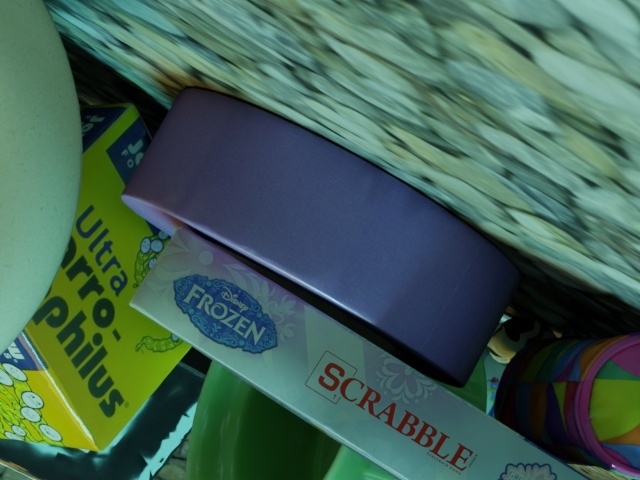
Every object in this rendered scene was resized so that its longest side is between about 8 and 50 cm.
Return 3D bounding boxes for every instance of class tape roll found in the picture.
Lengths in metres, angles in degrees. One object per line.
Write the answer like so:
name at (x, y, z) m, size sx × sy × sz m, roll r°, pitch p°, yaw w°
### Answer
tape roll at (0.000, 0.000, 1.126) m, size 0.275 × 0.090 × 0.275 m, roll 29°, pitch 173°, yaw 4°

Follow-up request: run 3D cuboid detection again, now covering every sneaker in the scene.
sneaker at (0.160, 0.075, 1.292) m, size 0.044 × 0.040 × 0.109 m, roll 48°, pitch 165°, yaw -17°

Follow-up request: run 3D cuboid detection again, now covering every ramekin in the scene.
ramekin at (0.017, 0.166, 1.483) m, size 0.148 × 0.303 × 0.303 m, roll 24°, pitch 177°, yaw -27°

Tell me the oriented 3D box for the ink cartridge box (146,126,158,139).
ink cartridge box at (-0.085, -0.042, 1.359) m, size 0.208 × 0.045 × 0.206 m, roll 36°, pitch 170°, yaw -39°

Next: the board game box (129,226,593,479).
board game box at (0.042, 0.123, 1.141) m, size 0.318 × 0.066 × 0.318 m, roll 31°, pitch 174°, yaw 10°

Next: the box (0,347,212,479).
box at (-0.293, 0.069, 1.791) m, size 0.293 × 0.212 × 0.395 m, roll 31°, pitch -160°, yaw -20°

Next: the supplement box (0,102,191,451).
supplement box at (-0.285, 0.025, 1.304) m, size 0.356 × 0.195 × 0.194 m, roll 0°, pitch 129°, yaw 39°

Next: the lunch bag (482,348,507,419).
lunch bag at (0.147, 0.222, 1.655) m, size 0.090 × 0.219 × 0.176 m, roll 26°, pitch 173°, yaw 21°

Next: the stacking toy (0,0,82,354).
stacking toy at (-0.301, -0.095, 1.093) m, size 0.350 × 0.350 × 0.480 m, roll 30°, pitch -169°, yaw -4°

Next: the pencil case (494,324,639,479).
pencil case at (0.191, 0.110, 1.094) m, size 0.104 × 0.104 × 0.236 m, roll 29°, pitch 174°, yaw -4°
